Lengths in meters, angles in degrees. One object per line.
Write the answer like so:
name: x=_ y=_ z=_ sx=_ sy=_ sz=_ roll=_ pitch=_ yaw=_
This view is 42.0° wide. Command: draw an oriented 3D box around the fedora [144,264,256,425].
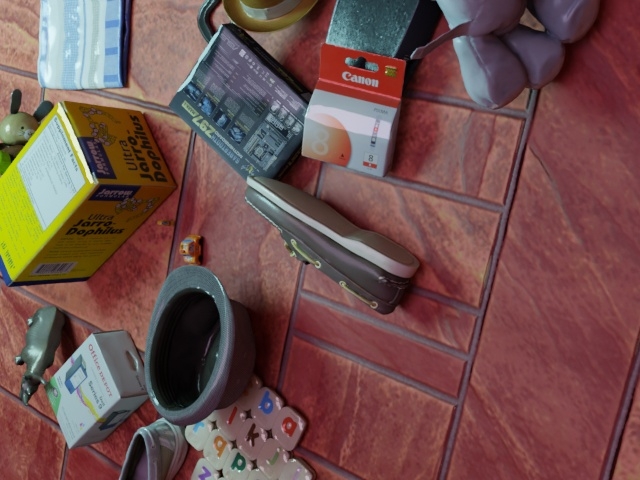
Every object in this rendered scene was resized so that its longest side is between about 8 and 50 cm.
fedora: x=-0.197 y=0.189 z=1.469 sx=0.243 sy=0.124 sz=0.276 roll=-3 pitch=77 yaw=43

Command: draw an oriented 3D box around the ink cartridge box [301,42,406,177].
ink cartridge box: x=0.050 y=-0.198 z=1.280 sx=0.145 sy=0.045 sz=0.179 roll=17 pitch=124 yaw=20

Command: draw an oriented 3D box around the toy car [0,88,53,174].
toy car: x=-0.645 y=-0.225 z=1.811 sx=0.148 sy=0.155 sz=0.189 roll=17 pitch=89 yaw=36

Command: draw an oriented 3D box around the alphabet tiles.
alphabet tiles: x=-0.132 y=0.383 z=1.499 sx=0.284 sy=0.021 sz=0.278 roll=36 pitch=112 yaw=32

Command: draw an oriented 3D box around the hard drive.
hard drive: x=0.103 y=-0.369 z=1.281 sx=0.172 sy=0.054 sz=0.255 roll=33 pitch=110 yaw=32

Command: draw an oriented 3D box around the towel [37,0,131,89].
towel: x=-0.505 y=-0.424 z=1.762 sx=0.284 sy=0.034 sz=0.209 roll=8 pitch=97 yaw=37

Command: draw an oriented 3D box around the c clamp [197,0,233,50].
c clamp: x=-0.172 y=-0.401 z=1.516 sx=0.161 sy=0.022 sz=0.137 roll=-47 pitch=59 yaw=30

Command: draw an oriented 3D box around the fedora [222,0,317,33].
fedora: x=-0.084 y=-0.439 z=1.369 sx=0.194 sy=0.079 sz=0.195 roll=-5 pitch=72 yaw=16

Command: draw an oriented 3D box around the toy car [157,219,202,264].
toy car: x=-0.274 y=0.004 z=1.588 sx=0.122 sy=0.040 sz=0.060 roll=25 pitch=106 yaw=34

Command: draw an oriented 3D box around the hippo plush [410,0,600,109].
hippo plush: x=0.196 y=-0.325 z=1.117 sx=0.237 sy=0.294 sz=0.234 roll=-127 pitch=27 yaw=-45

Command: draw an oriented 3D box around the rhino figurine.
rhino figurine: x=-0.602 y=0.243 z=1.774 sx=0.106 sy=0.073 sz=0.243 roll=-40 pitch=35 yaw=35

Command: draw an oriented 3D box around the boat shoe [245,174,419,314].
boat shoe: x=0.000 y=0.000 z=1.323 sx=0.324 sy=0.116 sz=0.097 roll=31 pitch=110 yaw=21

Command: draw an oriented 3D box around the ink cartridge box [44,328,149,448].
ink cartridge box: x=-0.454 y=0.302 z=1.701 sx=0.212 sy=0.093 sz=0.154 roll=-42 pitch=66 yaw=29

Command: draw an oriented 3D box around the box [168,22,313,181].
box: x=-0.122 y=-0.222 z=1.413 sx=0.232 sy=0.059 sz=0.183 roll=44 pitch=117 yaw=8

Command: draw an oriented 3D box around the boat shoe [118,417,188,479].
boat shoe: x=-0.354 y=0.487 z=1.620 sx=0.118 sy=0.103 sz=0.321 roll=36 pitch=112 yaw=31

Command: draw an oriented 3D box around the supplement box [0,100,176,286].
supplement box: x=-0.488 y=-0.084 z=1.654 sx=0.356 sy=0.195 sz=0.194 roll=-40 pitch=68 yaw=32
